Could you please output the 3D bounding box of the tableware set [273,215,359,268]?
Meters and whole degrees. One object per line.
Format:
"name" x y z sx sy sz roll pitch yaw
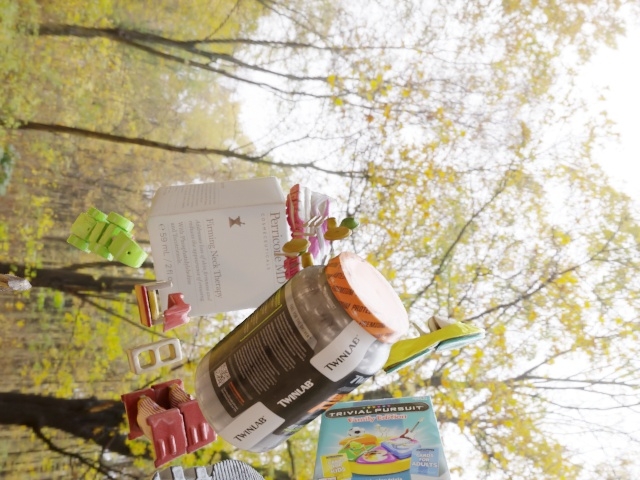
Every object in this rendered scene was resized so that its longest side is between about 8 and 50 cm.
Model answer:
"tableware set" 0.000 0.000 0.922 0.104 0.154 0.024 2 -61 28

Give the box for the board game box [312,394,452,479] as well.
"board game box" 0.121 0.439 1.121 0.336 0.254 0.079 -74 157 -77

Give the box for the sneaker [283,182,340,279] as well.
"sneaker" -0.009 0.010 1.133 0.103 0.111 0.252 176 -84 -69

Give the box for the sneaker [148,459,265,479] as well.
"sneaker" -0.239 0.518 1.084 0.146 0.330 0.122 -40 -133 21

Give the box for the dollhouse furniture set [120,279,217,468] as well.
"dollhouse furniture set" -0.374 0.290 1.267 0.201 0.152 0.374 -1 -81 55

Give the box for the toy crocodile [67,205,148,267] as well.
"toy crocodile" -0.561 -0.010 1.431 0.340 0.105 0.115 13 -110 45

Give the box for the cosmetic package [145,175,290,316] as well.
"cosmetic package" -0.299 0.008 1.700 0.327 0.394 0.329 -117 -159 -68

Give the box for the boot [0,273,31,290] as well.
"boot" -0.626 0.088 1.129 0.114 0.106 0.037 1 -97 24

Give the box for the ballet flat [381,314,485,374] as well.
"ballet flat" 0.213 0.191 1.083 0.077 0.231 0.077 101 -30 -63

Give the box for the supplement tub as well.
"supplement tub" -0.029 0.171 0.853 0.316 0.193 0.193 -42 -133 20
